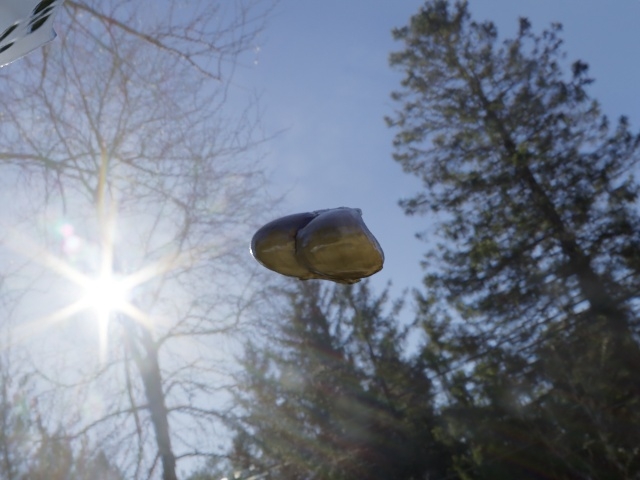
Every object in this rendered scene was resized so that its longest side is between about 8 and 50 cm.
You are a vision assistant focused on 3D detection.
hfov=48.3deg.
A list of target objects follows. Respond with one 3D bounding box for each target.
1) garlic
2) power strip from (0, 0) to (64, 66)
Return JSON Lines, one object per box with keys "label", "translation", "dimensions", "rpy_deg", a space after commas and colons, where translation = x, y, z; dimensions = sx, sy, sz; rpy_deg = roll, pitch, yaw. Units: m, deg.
{"label": "garlic", "translation": [-0.003, 0.009, 0.878], "dimensions": [0.174, 0.099, 0.124], "rpy_deg": [-5, -2, 22]}
{"label": "power strip", "translation": [-0.094, -0.159, 0.301], "dimensions": [0.253, 0.168, 0.054], "rpy_deg": [-32, -70, 27]}
